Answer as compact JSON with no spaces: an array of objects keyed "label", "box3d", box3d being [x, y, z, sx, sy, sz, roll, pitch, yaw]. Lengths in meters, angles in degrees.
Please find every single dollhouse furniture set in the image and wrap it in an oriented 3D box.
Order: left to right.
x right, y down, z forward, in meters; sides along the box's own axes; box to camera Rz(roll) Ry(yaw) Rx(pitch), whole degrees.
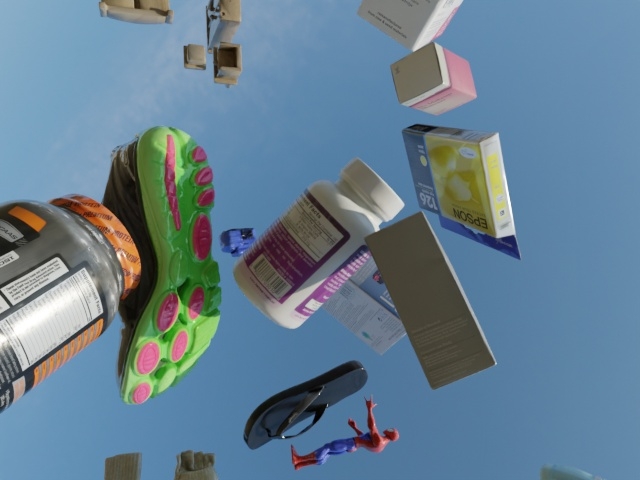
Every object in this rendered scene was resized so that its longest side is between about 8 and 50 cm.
[{"label":"dollhouse furniture set","box3d":[-0.365,-0.490,0.995,0.174,0.356,0.303,175,-88,-68]}]

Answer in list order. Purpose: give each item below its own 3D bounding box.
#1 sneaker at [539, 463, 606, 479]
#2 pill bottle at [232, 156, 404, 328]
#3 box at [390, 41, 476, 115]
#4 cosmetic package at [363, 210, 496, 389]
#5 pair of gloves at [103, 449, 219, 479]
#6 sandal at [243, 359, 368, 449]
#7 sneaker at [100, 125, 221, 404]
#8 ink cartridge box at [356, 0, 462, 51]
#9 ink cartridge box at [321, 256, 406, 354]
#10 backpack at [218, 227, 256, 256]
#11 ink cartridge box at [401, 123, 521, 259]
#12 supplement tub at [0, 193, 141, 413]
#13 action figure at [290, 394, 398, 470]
[{"label":"sneaker","box3d":[0.500,0.591,0.965,0.150,0.135,0.365,18,-55,37]},{"label":"pill bottle","box3d":[0.000,0.000,0.832,0.301,0.169,0.169,-45,-124,6]},{"label":"box","box3d":[0.339,-0.471,1.375,0.149,0.232,0.126,-16,-97,41]},{"label":"cosmetic package","box3d":[0.163,0.085,0.695,0.107,0.127,0.237,-28,-105,12]},{"label":"pair of gloves","box3d":[-0.312,0.513,0.885,0.240,0.042,0.204,-1,-118,-1]},{"label":"sandal","box3d":[-0.024,0.302,0.839,0.255,0.097,0.054,-28,-138,-10]},{"label":"sneaker","box3d":[-0.301,0.045,0.830,0.202,0.185,0.482,5,-89,34]},{"label":"ink cartridge box","box3d":[0.169,-0.392,0.606,0.100,0.172,0.237,36,-50,4]},{"label":"ink cartridge box","box3d":[0.099,0.127,1.362,0.396,0.270,0.151,37,-121,8]},{"label":"backpack","box3d":[-0.296,0.007,1.647,0.098,0.120,0.101,-35,-117,50]},{"label":"ink cartridge box","box3d":[0.324,-0.116,1.101,0.072,0.307,0.304,-24,-156,-14]},{"label":"supplement tub","box3d":[-0.386,0.084,0.521,0.207,0.207,0.338,-3,-154,29]},{"label":"action figure","box3d":[0.061,0.504,1.221,0.281,0.091,0.139,-8,-129,-3]}]
